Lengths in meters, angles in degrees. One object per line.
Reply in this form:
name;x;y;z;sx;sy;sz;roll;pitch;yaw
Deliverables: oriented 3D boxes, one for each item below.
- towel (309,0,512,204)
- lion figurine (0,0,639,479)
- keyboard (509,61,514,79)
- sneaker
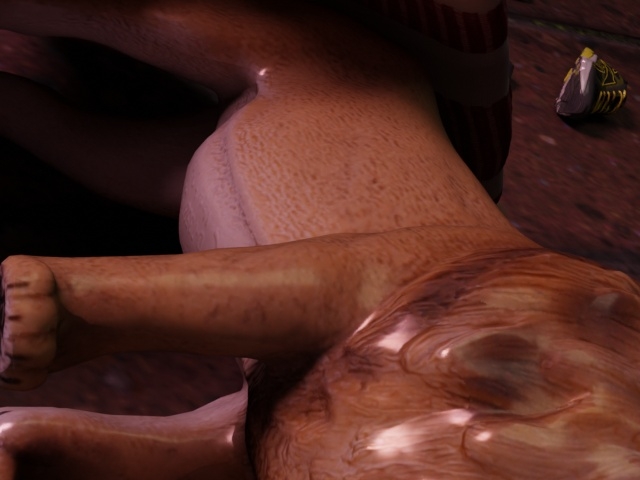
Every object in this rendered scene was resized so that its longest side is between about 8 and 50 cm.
towel;-0.036;-0.124;0.704;0.237;0.037;0.329;28;-13;14
lion figurine;0.000;0.000;0.615;0.240;0.142;0.392;1;41;-20
keyboard;0.015;-0.120;1.016;0.180;0.023;0.108;-1;38;-48
sneaker;0.151;-0.083;1.071;0.035;0.031;0.083;29;25;1
